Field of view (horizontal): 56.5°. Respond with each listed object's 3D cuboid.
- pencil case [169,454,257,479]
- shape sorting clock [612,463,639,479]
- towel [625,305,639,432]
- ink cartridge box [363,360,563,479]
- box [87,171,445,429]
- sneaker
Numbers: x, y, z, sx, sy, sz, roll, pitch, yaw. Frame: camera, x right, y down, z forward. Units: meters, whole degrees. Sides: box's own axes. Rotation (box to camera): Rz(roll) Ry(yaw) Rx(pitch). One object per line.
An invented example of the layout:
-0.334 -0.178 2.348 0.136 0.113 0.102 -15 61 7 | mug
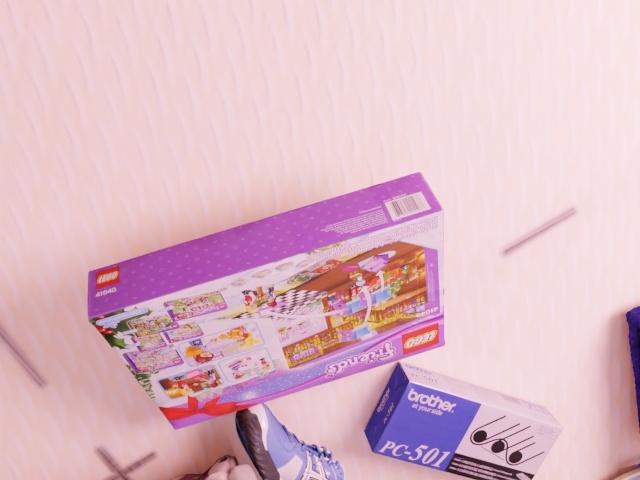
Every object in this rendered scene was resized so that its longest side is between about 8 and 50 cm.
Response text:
-0.248 0.339 0.601 0.409 0.160 0.184 -13 126 -4 | pencil case
0.434 0.382 0.794 0.206 0.040 0.206 -3 110 -8 | shape sorting clock
0.517 0.134 0.704 0.308 0.076 0.228 -16 105 -3 | towel
0.164 0.217 0.685 0.207 0.046 0.097 20 104 -16 | ink cartridge box
-0.031 0.066 0.551 0.293 0.057 0.201 -16 136 -3 | box
-0.026 0.248 0.658 0.081 0.080 0.211 -32 117 -13 | sneaker
